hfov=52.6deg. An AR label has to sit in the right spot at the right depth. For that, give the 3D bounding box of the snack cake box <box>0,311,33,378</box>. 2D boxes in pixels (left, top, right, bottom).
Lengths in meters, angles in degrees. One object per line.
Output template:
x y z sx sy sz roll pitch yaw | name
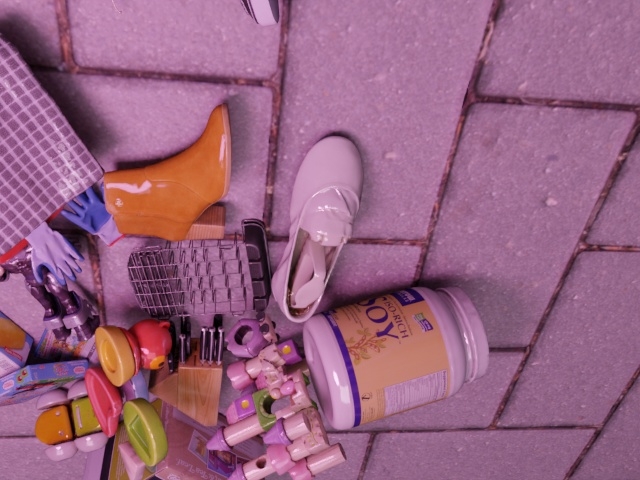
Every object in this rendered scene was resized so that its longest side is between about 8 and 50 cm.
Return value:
-0.736 0.181 1.297 0.152 0.089 0.264 -22 129 13 | snack cake box

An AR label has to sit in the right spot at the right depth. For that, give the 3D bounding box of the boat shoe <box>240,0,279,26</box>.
-0.145 -0.425 0.855 0.105 0.113 0.306 -14 128 13 | boat shoe

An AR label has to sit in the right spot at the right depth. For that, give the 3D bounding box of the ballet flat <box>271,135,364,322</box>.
0.000 0.000 1.216 0.139 0.139 0.400 9 128 -14 | ballet flat

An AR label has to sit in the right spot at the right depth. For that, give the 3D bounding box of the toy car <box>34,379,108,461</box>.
-0.555 0.414 1.497 0.182 0.159 0.136 -19 164 8 | toy car

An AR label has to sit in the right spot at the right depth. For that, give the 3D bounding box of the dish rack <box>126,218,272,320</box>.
-0.236 0.068 1.283 0.272 0.074 0.208 -5 129 -2 | dish rack

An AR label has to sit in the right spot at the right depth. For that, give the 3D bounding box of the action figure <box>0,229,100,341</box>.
-0.532 0.071 1.233 0.185 0.099 0.285 -10 127 10 | action figure

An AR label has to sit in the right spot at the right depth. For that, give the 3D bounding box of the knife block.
-0.251 0.280 1.444 0.242 0.088 0.275 -32 126 19 | knife block

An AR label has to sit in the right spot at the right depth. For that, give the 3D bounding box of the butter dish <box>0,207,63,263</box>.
-0.554 -0.070 1.101 0.160 0.118 0.160 -51 129 -19 | butter dish

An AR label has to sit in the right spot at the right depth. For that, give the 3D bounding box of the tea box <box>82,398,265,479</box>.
-0.358 0.589 1.603 0.324 0.220 0.329 -33 126 20 | tea box

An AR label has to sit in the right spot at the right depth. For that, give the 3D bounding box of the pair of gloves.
-0.437 -0.011 1.147 0.198 0.023 0.159 -47 142 -21 | pair of gloves

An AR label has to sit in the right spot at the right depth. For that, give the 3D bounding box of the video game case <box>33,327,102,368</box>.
-0.528 0.237 1.420 0.166 0.015 0.119 21 125 -23 | video game case

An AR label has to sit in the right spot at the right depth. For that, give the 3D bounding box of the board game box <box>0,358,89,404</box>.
-0.631 0.310 1.385 0.212 0.039 0.160 -24 166 21 | board game box

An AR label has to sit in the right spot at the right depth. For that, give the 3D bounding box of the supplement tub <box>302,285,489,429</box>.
0.150 0.232 1.340 0.331 0.241 0.241 -14 131 -13 | supplement tub

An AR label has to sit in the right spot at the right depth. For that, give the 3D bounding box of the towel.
-0.487 -0.134 0.962 0.121 0.235 0.283 15 145 41 | towel

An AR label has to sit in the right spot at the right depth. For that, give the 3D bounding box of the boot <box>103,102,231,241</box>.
-0.262 -0.109 1.108 0.211 0.104 0.295 4 132 -11 | boot

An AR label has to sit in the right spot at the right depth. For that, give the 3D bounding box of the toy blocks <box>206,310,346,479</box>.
-0.141 0.365 1.369 0.260 0.288 0.309 -25 145 6 | toy blocks

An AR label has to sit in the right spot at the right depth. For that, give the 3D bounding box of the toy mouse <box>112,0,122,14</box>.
-0.290 -0.404 0.904 0.143 0.031 0.161 -19 130 9 | toy mouse

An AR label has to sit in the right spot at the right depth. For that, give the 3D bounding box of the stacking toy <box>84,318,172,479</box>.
-0.358 0.321 1.325 0.130 0.279 0.309 -19 158 -37 | stacking toy
